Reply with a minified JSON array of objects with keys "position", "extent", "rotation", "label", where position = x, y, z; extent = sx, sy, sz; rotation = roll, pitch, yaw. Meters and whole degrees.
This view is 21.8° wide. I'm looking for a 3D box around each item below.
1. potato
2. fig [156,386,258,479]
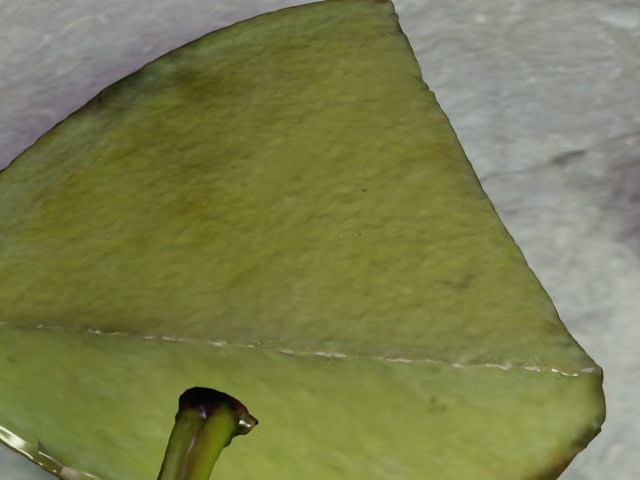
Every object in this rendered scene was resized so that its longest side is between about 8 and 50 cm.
[{"position":[0.000,0.000,0.721],"extent":[0.269,0.112,0.255],"rotation":[7,40,13],"label":"potato"},{"position":[-0.031,0.171,0.479],"extent":[0.142,0.186,0.148],"rotation":[33,54,27],"label":"fig"}]
